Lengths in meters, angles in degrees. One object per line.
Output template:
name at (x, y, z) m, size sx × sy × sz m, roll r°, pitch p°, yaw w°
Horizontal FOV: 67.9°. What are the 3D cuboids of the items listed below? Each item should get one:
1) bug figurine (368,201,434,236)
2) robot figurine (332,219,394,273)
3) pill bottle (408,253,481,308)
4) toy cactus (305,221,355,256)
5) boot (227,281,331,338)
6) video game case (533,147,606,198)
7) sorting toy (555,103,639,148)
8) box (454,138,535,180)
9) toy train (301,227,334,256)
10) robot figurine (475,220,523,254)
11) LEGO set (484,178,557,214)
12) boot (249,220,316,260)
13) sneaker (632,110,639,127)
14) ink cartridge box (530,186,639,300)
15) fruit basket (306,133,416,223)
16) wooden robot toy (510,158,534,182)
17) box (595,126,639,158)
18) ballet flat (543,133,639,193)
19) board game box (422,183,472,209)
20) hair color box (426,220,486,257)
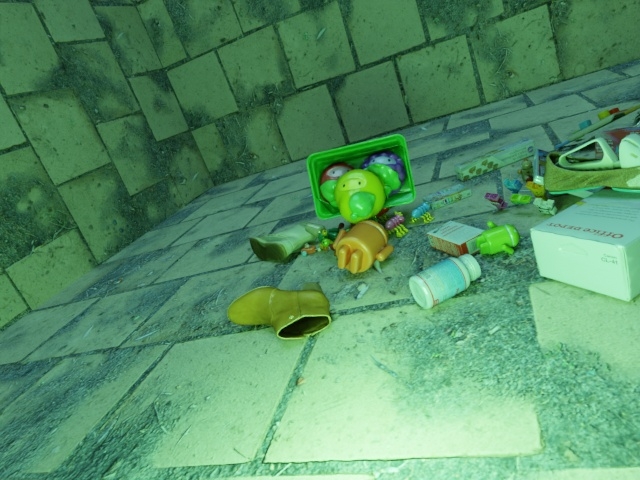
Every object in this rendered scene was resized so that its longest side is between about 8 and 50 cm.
bug figurine at (0.257, -0.084, 1.712) m, size 0.279 × 0.072 × 0.216 m, roll 2°, pitch 29°, yaw 47°
robot figurine at (0.129, 0.014, 1.483) m, size 0.158 × 0.128 × 0.219 m, roll -22°, pitch 13°, yaw 41°
pill bottle at (0.302, 0.094, 1.148) m, size 0.160 × 0.087 × 0.087 m, roll -25°, pitch 19°, yaw -13°
toy cactus at (0.032, -0.027, 1.678) m, size 0.181 × 0.112 × 0.219 m, roll 21°, pitch 30°, yaw 19°
boot at (-0.120, 0.200, 1.268) m, size 0.295 × 0.104 × 0.211 m, roll -15°, pitch 19°, yaw 2°
video game case at (0.752, -0.201, 1.440) m, size 0.204 × 0.025 × 0.285 m, roll 21°, pitch 33°, yaw 13°
sorting toy at (1.035, -0.443, 1.755) m, size 0.196 × 0.047 × 0.348 m, roll -23°, pitch -4°, yaw -30°
box at (0.710, -0.330, 1.936) m, size 0.324 × 0.063 × 0.067 m, roll -20°, pitch 20°, yaw 0°
toy train at (0.000, 0.000, 1.785) m, size 0.125 × 0.046 × 0.166 m, roll -4°, pitch 25°, yaw 38°
robot figurine at (0.476, -0.003, 1.269) m, size 0.115 × 0.067 × 0.101 m, roll -19°, pitch 46°, yaw 4°
LEGO set at (0.633, -0.128, 1.449) m, size 0.227 × 0.093 × 0.087 m, roll 19°, pitch 74°, yaw 55°
boot at (-0.144, -0.006, 1.876) m, size 0.203 × 0.095 × 0.262 m, roll -31°, pitch 19°, yaw -32°
sneaker at (1.161, -0.418, 1.618) m, size 0.321 × 0.126 × 0.127 m, roll -33°, pitch 28°, yaw -27°
ink cartridge box at (0.654, -0.017, 1.025) m, size 0.306 × 0.131 × 0.226 m, roll -27°, pitch 19°, yaw -16°
fruit basket at (0.136, -0.201, 1.663) m, size 0.392 × 0.282 × 0.392 m, roll -11°, pitch 1°, yaw 0°
wooden robot toy at (0.739, -0.251, 1.666) m, size 0.173 × 0.079 × 0.076 m, roll -18°, pitch 19°, yaw 9°
box at (0.962, -0.270, 1.389) m, size 0.128 × 0.122 × 0.257 m, roll -15°, pitch 15°, yaw -27°
ballet flat at (0.658, -0.173, 1.070) m, size 0.116 × 0.124 × 0.342 m, roll -27°, pitch 17°, yaw -24°
board game box at (0.473, -0.164, 1.781) m, size 0.154 × 0.026 × 0.103 m, roll -21°, pitch 18°, yaw -1°
hair color box at (0.396, -0.004, 1.377) m, size 0.093 × 0.053 × 0.167 m, roll -26°, pitch 21°, yaw -13°
